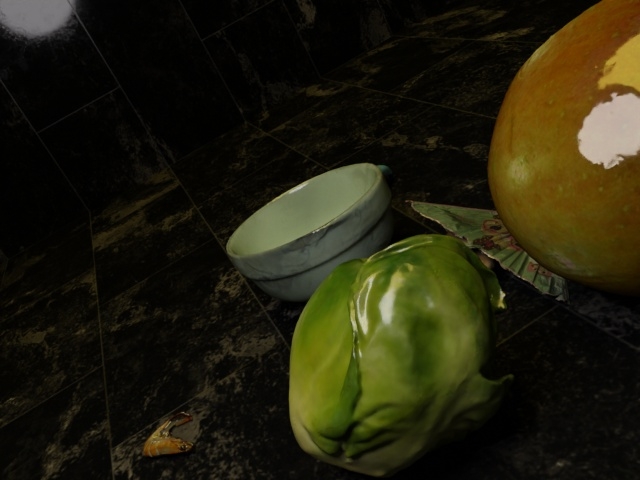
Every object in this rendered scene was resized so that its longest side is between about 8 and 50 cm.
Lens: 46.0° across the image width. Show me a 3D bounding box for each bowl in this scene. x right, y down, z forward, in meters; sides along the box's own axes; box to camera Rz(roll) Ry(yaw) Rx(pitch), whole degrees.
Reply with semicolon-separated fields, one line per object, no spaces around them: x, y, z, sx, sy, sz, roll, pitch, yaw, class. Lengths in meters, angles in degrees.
0.000;0.000;1.350;0.307;0.163;0.307;-25;23;11;bowl

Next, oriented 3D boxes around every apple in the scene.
0.391;-0.116;0.905;0.374;0.374;0.384;0;51;49;apple

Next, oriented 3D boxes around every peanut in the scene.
0.227;0.027;1.149;0.076;0.076;0.152;-23;27;13;peanut

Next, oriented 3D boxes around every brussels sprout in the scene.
0.090;0.131;0.885;0.294;0.227;0.259;-65;15;0;brussels sprout

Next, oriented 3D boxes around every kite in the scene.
0.265;-0.002;1.117;0.267;0.013;0.323;-16;37;-32;kite

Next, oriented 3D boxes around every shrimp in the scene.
-0.220;0.298;1.151;0.127;0.025;0.091;-8;29;46;shrimp

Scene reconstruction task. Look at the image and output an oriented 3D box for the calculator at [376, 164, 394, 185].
0.038;-0.078;1.617;0.173;0.051;0.293;-6;31;44;calculator
